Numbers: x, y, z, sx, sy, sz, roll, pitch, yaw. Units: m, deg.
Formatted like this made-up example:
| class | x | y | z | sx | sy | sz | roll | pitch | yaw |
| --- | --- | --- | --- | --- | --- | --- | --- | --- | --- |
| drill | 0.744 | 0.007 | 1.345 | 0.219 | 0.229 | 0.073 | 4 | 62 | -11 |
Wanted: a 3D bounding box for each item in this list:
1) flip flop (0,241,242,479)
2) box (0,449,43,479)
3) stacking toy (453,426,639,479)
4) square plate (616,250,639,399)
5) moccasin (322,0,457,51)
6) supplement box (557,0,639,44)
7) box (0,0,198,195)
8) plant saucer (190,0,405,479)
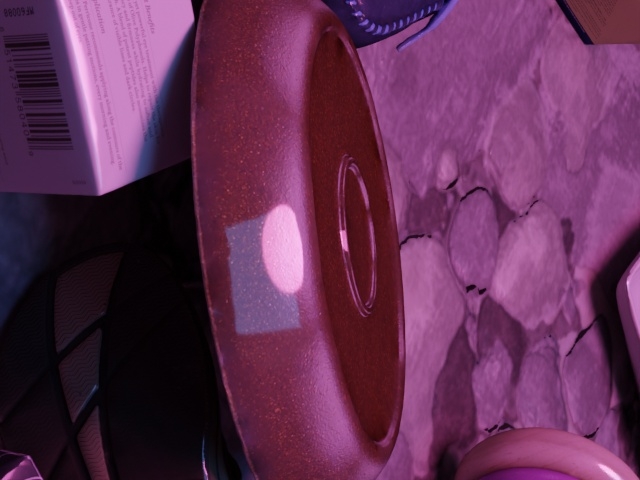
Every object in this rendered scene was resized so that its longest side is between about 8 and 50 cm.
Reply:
| class | x | y | z | sx | sy | sz | roll | pitch | yaw |
| --- | --- | --- | --- | --- | --- | --- | --- | --- | --- |
| flip flop | -0.076 | 0.135 | 0.796 | 0.080 | 0.112 | 0.277 | 66 | -1 | -78 |
| box | -0.165 | 0.210 | 0.681 | 0.142 | 0.163 | 0.247 | -47 | 128 | -36 |
| stacking toy | 0.116 | 0.272 | 1.003 | 0.141 | 0.141 | 0.330 | 68 | 30 | -29 |
| square plate | 0.366 | 0.087 | 1.441 | 0.344 | 0.049 | 0.347 | -43 | 125 | -40 |
| moccasin | 0.102 | -0.240 | 1.022 | 0.342 | 0.117 | 0.138 | -51 | 130 | -36 |
| supplement box | 0.230 | -0.195 | 1.215 | 0.083 | 0.083 | 0.056 | 45 | 59 | -44 |
| box | -0.119 | -0.081 | 0.767 | 0.087 | 0.102 | 0.101 | -28 | 113 | -45 |
| plant saucer | 0.000 | 0.000 | 0.860 | 0.310 | 0.050 | 0.310 | -7 | 90 | -79 |
